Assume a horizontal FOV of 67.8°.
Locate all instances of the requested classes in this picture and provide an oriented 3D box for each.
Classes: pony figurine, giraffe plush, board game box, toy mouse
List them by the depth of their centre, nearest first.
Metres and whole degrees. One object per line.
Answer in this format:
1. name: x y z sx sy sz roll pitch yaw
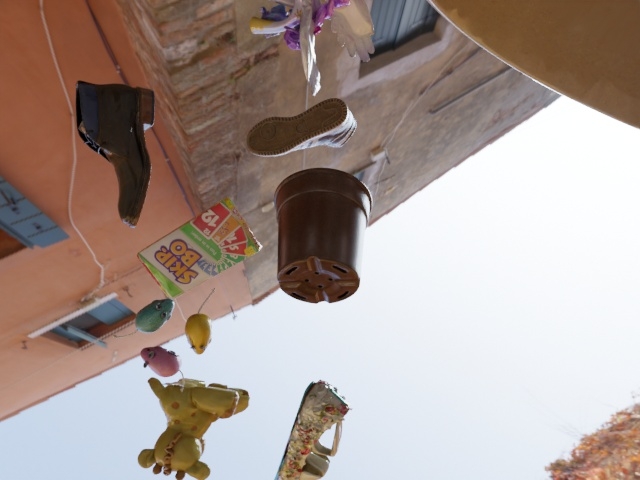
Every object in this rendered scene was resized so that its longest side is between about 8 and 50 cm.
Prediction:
1. toy mouse: -0.233 0.145 0.696 0.143 0.031 0.160 5 -83 -6
2. giraffe plush: -0.255 0.367 0.930 0.182 0.210 0.170 2 -106 30
3. board game box: -0.260 0.025 0.985 0.260 0.039 0.124 -28 -76 21
4. pony figurine: -0.031 -0.599 1.223 0.364 0.350 0.303 21 -126 30

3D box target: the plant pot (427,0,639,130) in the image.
1. plant pot: 0.230 -0.218 0.253 0.257 0.256 0.274 32 -73 9

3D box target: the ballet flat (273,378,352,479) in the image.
1. ballet flat: -0.015 0.319 0.729 0.077 0.240 0.091 25 -150 14

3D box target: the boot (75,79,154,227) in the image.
1. boot: -0.309 -0.129 0.701 0.106 0.082 0.219 6 -103 -33

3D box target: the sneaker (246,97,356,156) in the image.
1. sneaker: -0.041 -0.276 1.237 0.282 0.153 0.099 -15 -94 20

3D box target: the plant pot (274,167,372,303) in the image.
1. plant pot: 0.000 0.000 0.757 0.167 0.167 0.165 5 -129 -2
